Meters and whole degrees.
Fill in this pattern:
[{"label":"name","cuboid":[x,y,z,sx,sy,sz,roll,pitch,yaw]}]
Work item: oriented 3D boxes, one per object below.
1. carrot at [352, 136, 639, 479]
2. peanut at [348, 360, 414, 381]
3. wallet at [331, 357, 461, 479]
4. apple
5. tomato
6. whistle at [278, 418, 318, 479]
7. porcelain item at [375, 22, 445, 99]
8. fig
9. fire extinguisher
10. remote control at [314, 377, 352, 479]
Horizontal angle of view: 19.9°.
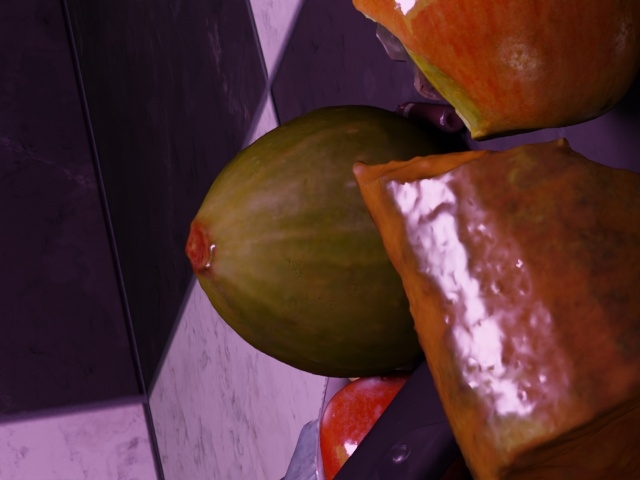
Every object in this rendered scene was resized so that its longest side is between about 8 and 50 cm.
[{"label":"carrot","cuboid":[0.190,0.056,1.438,0.241,0.241,0.341,114,140,-60]},{"label":"peanut","cuboid":[0.054,0.050,2.137,0.117,0.101,0.263,-41,54,52]},{"label":"wallet","cuboid":[0.073,0.223,1.804,0.051,0.377,0.197,42,166,-11]},{"label":"apple","cuboid":[0.147,-0.192,1.478,0.246,0.246,0.226,-153,49,-70]},{"label":"tomato","cuboid":[0.085,0.235,1.982,0.151,0.187,0.187,-118,27,-47]},{"label":"whistle","cuboid":[0.069,0.414,2.185,0.405,0.188,0.168,50,157,-4]},{"label":"porcelain item","cuboid":[0.096,-0.222,1.930,0.216,0.069,0.081,-127,30,-57]},{"label":"fig","cuboid":[0.000,0.000,1.918,0.316,0.316,0.316,173,90,-73]},{"label":"fire extinguisher","cuboid":[0.116,-0.127,1.980,0.049,0.035,0.173,47,172,-17]},{"label":"remote control","cuboid":[0.022,0.219,2.099,0.229,0.044,0.073,-80,-12,-55]}]
